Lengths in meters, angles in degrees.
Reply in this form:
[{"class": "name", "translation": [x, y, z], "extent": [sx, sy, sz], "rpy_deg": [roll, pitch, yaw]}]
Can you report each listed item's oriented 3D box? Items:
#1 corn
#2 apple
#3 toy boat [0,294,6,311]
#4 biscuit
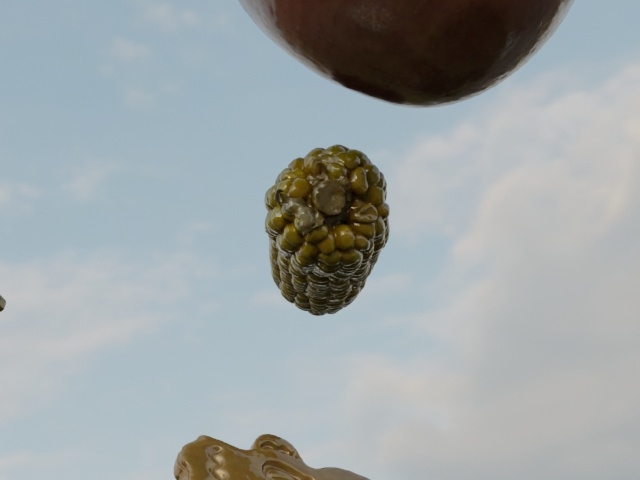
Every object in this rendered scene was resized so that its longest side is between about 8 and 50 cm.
[{"class": "corn", "translation": [0.003, -0.004, 1.421], "extent": [0.102, 0.102, 0.313], "rpy_deg": [-7, -10, -4]}, {"class": "apple", "translation": [0.056, -0.236, 1.245], "extent": [0.306, 0.305, 0.235], "rpy_deg": [4, -62, -28]}, {"class": "toy boat", "translation": [-0.245, 0.053, 1.020], "extent": [0.149, 0.049, 0.047], "rpy_deg": [-18, -55, 32]}, {"class": "biscuit", "translation": [-0.010, 0.182, 1.120], "extent": [0.184, 0.133, 0.027], "rpy_deg": [25, -57, -11]}]
